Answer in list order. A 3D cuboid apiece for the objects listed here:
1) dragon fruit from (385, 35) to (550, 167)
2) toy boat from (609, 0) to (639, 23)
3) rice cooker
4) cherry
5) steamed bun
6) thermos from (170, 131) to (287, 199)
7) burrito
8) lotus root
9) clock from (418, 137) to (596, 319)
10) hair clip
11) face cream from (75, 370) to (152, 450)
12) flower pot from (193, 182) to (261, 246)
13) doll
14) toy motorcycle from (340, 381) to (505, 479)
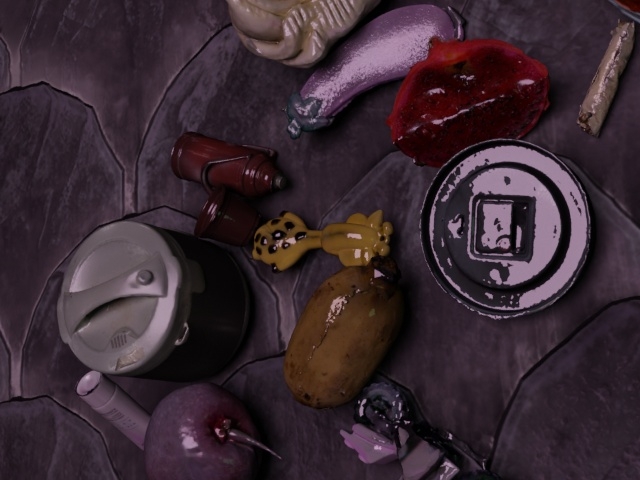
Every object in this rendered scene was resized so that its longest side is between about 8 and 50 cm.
[{"bbox_3d":[0.235,-0.239,1.784,0.262,0.134,0.211,-20,58,11],"label":"dragon fruit"},{"bbox_3d":[0.465,-0.450,1.681,0.145,0.133,0.332,-38,74,15],"label":"toy boat"},{"bbox_3d":[-0.298,0.111,1.943,0.288,0.277,0.288,-7,77,32],"label":"rice cooker"},{"bbox_3d":[-0.203,0.354,1.890,0.266,0.183,0.213,-32,68,28],"label":"cherry"},{"bbox_3d":[-0.048,-0.445,1.936,0.268,0.207,0.280,41,80,-3],"label":"steamed bun"},{"bbox_3d":[-0.156,-0.135,2.015,0.232,0.099,0.124,16,51,32],"label":"thermos"},{"bbox_3d":[0.446,-0.253,1.698,0.185,0.041,0.045,-67,16,4],"label":"burrito"},{"bbox_3d":[0.042,0.146,1.791,0.146,0.160,0.284,42,111,32],"label":"lotus root"},{"bbox_3d":[0.290,-0.018,1.711,0.280,0.055,0.281,0,91,28],"label":"clock"},{"bbox_3d":[0.085,-0.301,1.905,0.358,0.095,0.110,-34,43,18],"label":"hair clip"},{"bbox_3d":[-0.342,0.318,1.966,0.092,0.244,0.058,-16,43,28],"label":"face cream"},{"bbox_3d":[-0.162,-0.035,1.961,0.111,0.089,0.111,-52,21,29],"label":"flower pot"},{"bbox_3d":[0.000,0.000,1.894,0.291,0.086,0.117,-2,75,34],"label":"doll"},{"bbox_3d":[0.144,0.370,1.703,0.327,0.143,0.188,39,101,38],"label":"toy motorcycle"}]
